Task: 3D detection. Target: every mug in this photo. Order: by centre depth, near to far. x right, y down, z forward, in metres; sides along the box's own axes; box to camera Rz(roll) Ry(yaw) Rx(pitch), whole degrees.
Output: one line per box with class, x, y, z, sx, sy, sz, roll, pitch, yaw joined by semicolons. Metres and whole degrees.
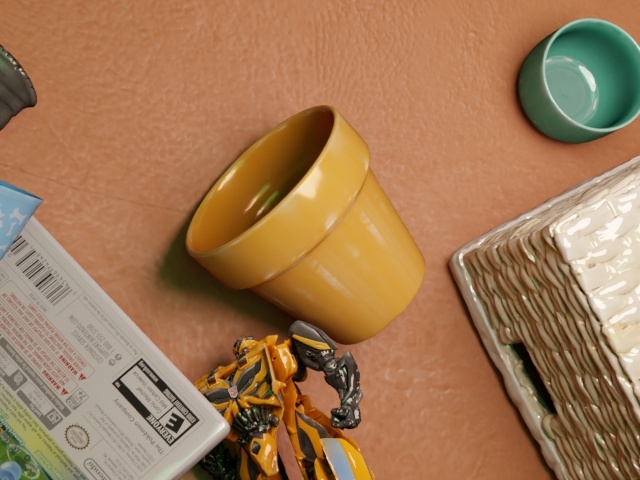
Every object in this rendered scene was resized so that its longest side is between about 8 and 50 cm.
mug;0.300;-0.167;1.523;0.158;0.097;0.129;30;75;-10

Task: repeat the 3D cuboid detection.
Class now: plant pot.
plant pot;0.000;0.000;1.376;0.188;0.205;0.205;46;73;-21

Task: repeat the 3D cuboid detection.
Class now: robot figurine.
robot figurine;-0.033;0.222;1.311;0.211;0.085;0.291;-34;67;25

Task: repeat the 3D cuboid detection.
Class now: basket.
basket;0.377;0.074;1.424;0.331;0.266;0.328;-26;89;-19

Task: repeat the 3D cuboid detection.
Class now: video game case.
video game case;-0.304;0.162;1.288;0.300;0.036;0.329;-41;75;-17

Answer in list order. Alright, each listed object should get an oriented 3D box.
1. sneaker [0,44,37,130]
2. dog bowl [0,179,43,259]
sneaker;-0.419;-0.199;1.329;0.286;0.109;0.130;42;80;-4
dog bowl;-0.411;-0.061;1.268;0.297;0.166;0.074;21;89;2
